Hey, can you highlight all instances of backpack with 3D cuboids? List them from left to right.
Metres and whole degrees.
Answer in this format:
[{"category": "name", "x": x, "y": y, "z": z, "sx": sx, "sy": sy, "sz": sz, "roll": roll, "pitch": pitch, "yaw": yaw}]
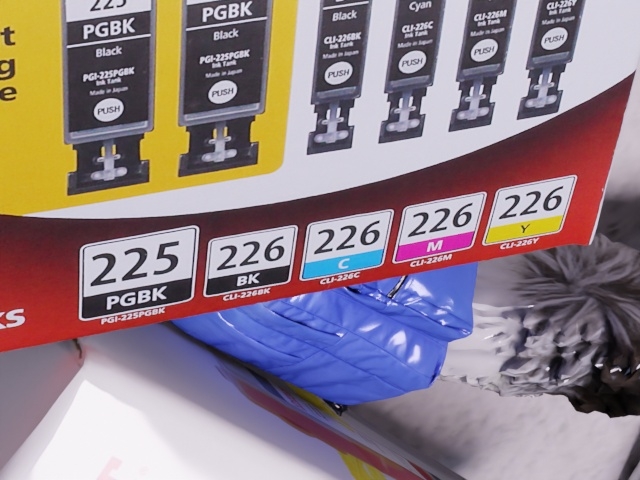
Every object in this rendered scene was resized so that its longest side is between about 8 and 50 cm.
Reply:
[{"category": "backpack", "x": 0.000, "y": 0.000, "z": 0.787, "sx": 0.120, "sy": 0.098, "sz": 0.101, "roll": 24, "pitch": 147, "yaw": -31}]

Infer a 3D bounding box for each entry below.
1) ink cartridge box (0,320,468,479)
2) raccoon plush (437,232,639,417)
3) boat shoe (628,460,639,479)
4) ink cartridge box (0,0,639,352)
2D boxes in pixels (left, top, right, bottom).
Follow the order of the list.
[{"category": "ink cartridge box", "x": -0.054, "y": 0.205, "z": 0.831, "sx": 0.385, "sy": 0.160, "sz": 0.279, "roll": 33, "pitch": 96, "yaw": -32}, {"category": "raccoon plush", "x": 0.239, "y": 0.121, "z": 0.987, "sx": 0.446, "sy": 0.216, "sz": 0.299, "roll": 12, "pitch": 128, "yaw": 2}, {"category": "boat shoe", "x": 0.177, "y": 0.207, "z": 1.137, "sx": 0.084, "sy": 0.095, "sz": 0.258, "roll": 4, "pitch": 123, "yaw": -24}, {"category": "ink cartridge box", "x": -0.052, "y": -0.107, "z": 0.621, "sx": 0.309, "sy": 0.130, "sz": 0.272, "roll": -11, "pitch": 138, "yaw": -15}]
